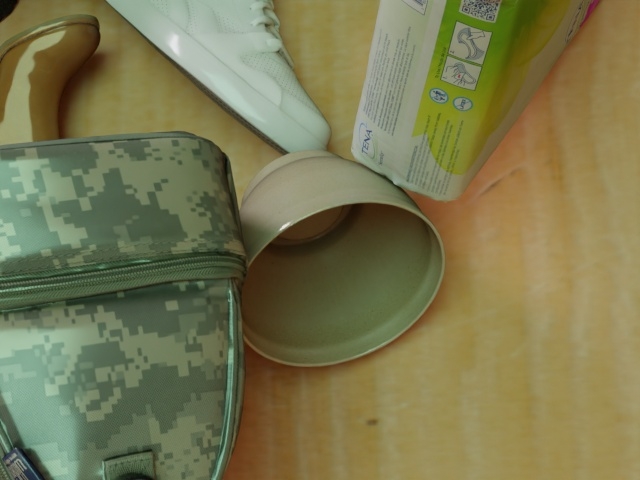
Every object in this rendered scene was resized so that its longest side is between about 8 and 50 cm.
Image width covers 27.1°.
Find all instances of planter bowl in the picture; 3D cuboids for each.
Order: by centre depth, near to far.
[{"bbox_3d":[0.000,0.000,0.999,0.162,0.162,0.109,-26,45,2],"label":"planter bowl"}]

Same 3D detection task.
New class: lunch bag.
[{"bbox_3d":[-0.159,0.086,0.906,0.212,0.305,0.256,-9,79,-16],"label":"lunch bag"}]

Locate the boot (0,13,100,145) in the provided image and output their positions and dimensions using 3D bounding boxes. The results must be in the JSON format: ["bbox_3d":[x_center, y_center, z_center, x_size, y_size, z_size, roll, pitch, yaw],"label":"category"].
[{"bbox_3d":[-0.230,-0.079,1.095,0.197,0.073,0.152,-39,70,10],"label":"boot"}]

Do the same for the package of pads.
[{"bbox_3d":[0.136,-0.194,0.946,0.101,0.229,0.296,29,56,13],"label":"package of pads"}]

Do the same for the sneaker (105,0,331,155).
[{"bbox_3d":[-0.060,-0.201,1.080,0.169,0.108,0.292,-45,71,-2],"label":"sneaker"}]

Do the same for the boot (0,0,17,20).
[{"bbox_3d":[-0.433,-0.213,1.084,0.338,0.223,0.118,-28,73,1],"label":"boot"}]
